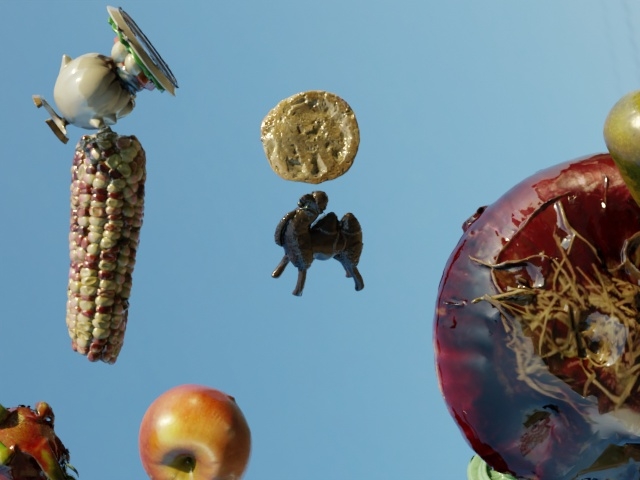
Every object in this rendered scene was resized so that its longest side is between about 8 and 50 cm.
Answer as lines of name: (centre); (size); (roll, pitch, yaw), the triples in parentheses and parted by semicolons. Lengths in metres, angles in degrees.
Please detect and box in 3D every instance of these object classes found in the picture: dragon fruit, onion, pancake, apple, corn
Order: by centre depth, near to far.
onion: (0.251, 0.077, 1.253); (0.314, 0.314, 0.232); (64, -174, 0)
corn: (-0.259, 0.004, 1.739); (0.092, 0.092, 0.280); (10, -94, -59)
dragon fruit: (-0.369, 0.289, 1.904); (0.175, 0.138, 0.142); (41, -178, 21)
apple: (-0.168, 0.273, 1.994); (0.163, 0.163, 0.139); (57, -160, -13)
pancake: (-0.016, -0.154, 2.178); (0.025, 0.151, 0.151); (106, 142, -81)

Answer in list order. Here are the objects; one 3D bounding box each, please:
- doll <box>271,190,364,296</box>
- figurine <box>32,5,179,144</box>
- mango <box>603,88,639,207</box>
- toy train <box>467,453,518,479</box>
doll: (0.000, 0.000, 2.035); (0.139, 0.165, 0.057); (-5, -143, -19)
figurine: (-0.256, -0.177, 1.673); (0.132, 0.154, 0.132); (54, -177, -4)
mango: (0.279, -0.035, 1.050); (0.227, 0.099, 0.136); (37, -174, -32)
toy train: (0.113, 0.359, 1.416); (0.272, 0.442, 0.179); (-116, 13, -55)
